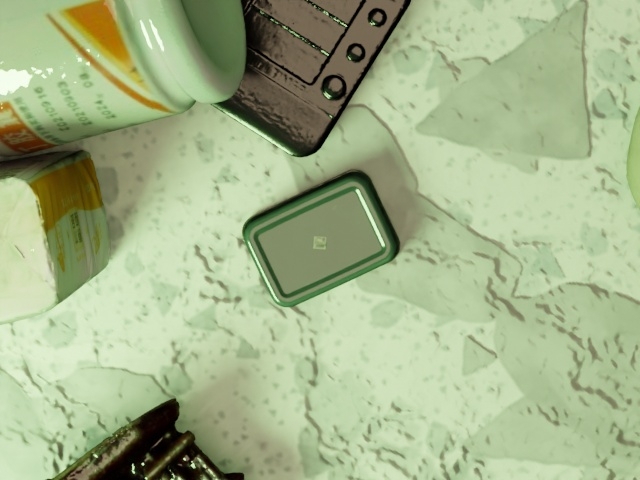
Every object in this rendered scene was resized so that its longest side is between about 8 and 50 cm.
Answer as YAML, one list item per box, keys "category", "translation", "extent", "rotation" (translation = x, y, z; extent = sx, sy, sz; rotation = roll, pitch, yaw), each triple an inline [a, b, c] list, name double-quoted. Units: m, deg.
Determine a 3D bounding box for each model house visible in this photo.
- category: "model house"
  translation: [-0.159, 0.254, 1.581]
  extent: [0.203, 0.141, 0.164]
  rotation: [-36, 84, 5]

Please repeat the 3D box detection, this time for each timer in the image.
- category: "timer"
  translation: [-0.020, -0.181, 1.558]
  extent: [0.144, 0.055, 0.187]
  rotation: [33, 103, 1]

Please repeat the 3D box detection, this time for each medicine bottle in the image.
- category: "medicine bottle"
  translation: [-0.239, -0.174, 1.474]
  extent: [0.316, 0.202, 0.202]
  rotation: [-13, 97, 16]

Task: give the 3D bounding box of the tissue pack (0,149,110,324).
- category: "tissue pack"
  translation: [-0.289, 0.004, 1.509]
  extent: [0.185, 0.225, 0.124]
  rotation: [-9, 97, 5]

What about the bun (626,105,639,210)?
- category: "bun"
  translation: [0.328, -0.076, 1.515]
  extent: [0.173, 0.120, 0.172]
  rotation: [-7, 110, -20]

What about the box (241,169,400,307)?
- category: "box"
  translation: [0.000, 0.000, 1.589]
  extent: [0.126, 0.031, 0.091]
  rotation: [-24, 96, 5]
